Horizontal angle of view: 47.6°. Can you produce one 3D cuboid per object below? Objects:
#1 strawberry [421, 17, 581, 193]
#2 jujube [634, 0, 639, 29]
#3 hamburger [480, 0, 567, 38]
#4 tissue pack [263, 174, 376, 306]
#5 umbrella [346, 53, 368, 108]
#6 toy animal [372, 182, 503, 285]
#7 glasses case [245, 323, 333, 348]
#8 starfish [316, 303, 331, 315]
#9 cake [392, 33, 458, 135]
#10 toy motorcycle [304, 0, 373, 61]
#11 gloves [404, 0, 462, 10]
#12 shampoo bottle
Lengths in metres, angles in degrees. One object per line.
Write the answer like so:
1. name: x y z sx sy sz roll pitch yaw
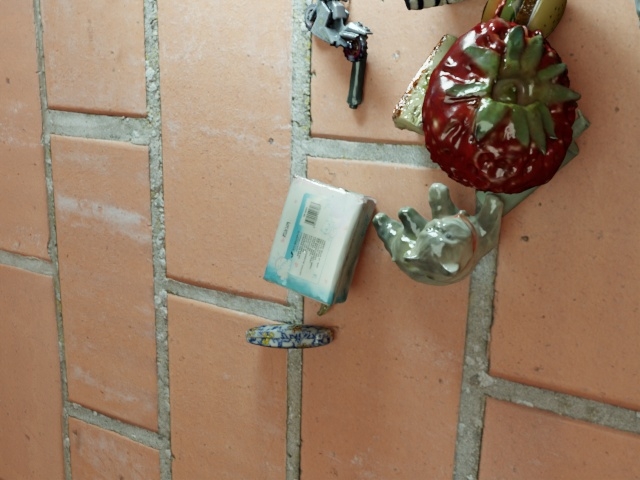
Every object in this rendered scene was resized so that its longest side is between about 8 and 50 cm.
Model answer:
1. strawberry: 0.308 -0.231 1.395 0.345 0.295 0.317 152 101 -71
2. jujube: 0.626 -0.477 1.191 0.226 0.226 0.316 1 97 33
3. hamburger: 0.395 -0.449 1.383 0.137 0.175 0.175 28 116 11
4. tissue pack: -0.002 -0.001 1.728 0.202 0.124 0.271 19 97 19
5. umbrella: 0.085 -0.370 1.675 0.036 0.031 0.133 33 122 51
6. toy animal: 0.217 0.017 1.564 0.308 0.188 0.266 18 146 26
7. glasses case: -0.084 0.251 1.904 0.248 0.087 0.065 -2 88 34
8. starfish: 0.003 0.070 1.827 0.138 0.050 0.247 36 115 23
9. cake: 0.250 -0.321 1.577 0.086 0.117 0.220 31 84 20
10. toy motorcycle: 0.044 -0.495 1.638 0.215 0.080 0.122 45 130 32
11. gloves: 0.273 -0.551 1.470 0.219 0.131 0.140 -16 91 4
12. shampoo bottle: 0.435 -0.155 1.471 0.262 0.085 0.085 -44 77 32
